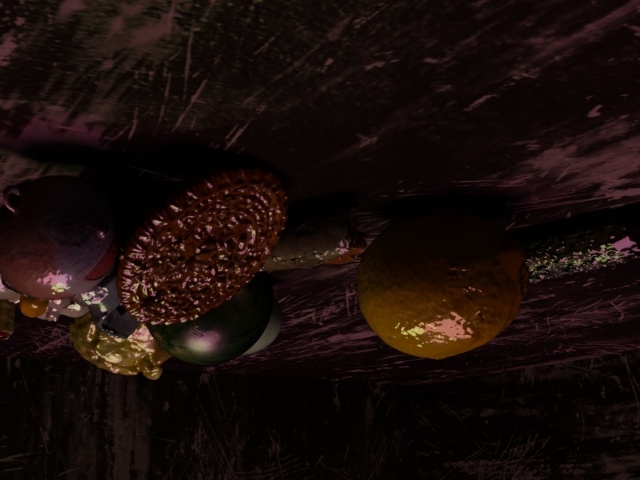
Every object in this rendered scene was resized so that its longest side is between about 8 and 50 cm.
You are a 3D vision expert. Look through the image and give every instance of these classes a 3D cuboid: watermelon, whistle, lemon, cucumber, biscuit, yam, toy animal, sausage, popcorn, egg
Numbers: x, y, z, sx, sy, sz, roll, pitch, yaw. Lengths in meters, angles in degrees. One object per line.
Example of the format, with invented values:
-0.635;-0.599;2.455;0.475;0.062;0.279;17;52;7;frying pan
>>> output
-0.204;0.108;1.915;0.242;0.242;0.242;1;166;0;watermelon
-0.335;0.032;1.512;0.189;0.189;0.348;-6;143;26;whistle
0.201;0.068;1.732;0.320;0.245;0.245;-22;155;36;lemon
0.430;0.017;1.822;0.096;0.096;0.359;11;164;-37;cucumber
0.000;0.000;1.898;0.166;0.036;0.225;-1;163;5;biscuit
-0.165;0.013;1.547;0.305;0.038;0.305;-32;149;-22;biscuit
-0.037;-0.004;1.746;0.259;0.106;0.106;-6;165;34;yam
-0.479;0.058;1.862;0.325;0.154;0.208;-3;153;-30;toy animal
-0.255;-0.023;1.654;0.328;0.112;0.112;7;165;-21;sausage
-0.418;0.173;2.263;0.259;0.212;0.259;-8;129;-10;popcorn
-0.192;0.166;2.307;0.231;0.168;0.168;10;164;-31;egg

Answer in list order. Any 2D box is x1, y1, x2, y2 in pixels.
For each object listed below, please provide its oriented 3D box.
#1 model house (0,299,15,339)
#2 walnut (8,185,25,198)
-0.662;0.080;1.932;0.254;0.196;0.160;5;164;-20;model house
-0.421;-0.023;1.716;0.167;0.087;0.211;-5;165;12;walnut
